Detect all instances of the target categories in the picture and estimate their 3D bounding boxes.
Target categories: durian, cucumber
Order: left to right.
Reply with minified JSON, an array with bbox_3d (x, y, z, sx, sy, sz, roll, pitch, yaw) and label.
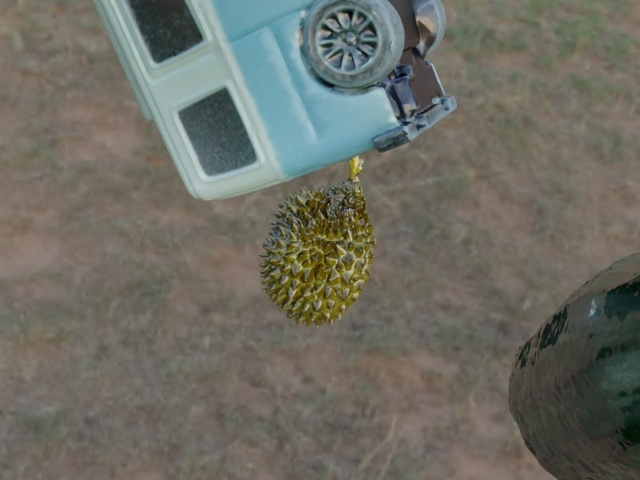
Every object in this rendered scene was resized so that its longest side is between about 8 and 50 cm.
[{"bbox_3d":[0.000,0.000,1.337,0.102,0.208,0.146,12,19,-44],"label":"durian"},{"bbox_3d":[0.138,0.054,0.568,0.063,0.244,0.115,9,72,0],"label":"cucumber"}]

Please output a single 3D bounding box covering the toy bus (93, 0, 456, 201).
[{"bbox_3d":[-0.048,-0.165,0.669,0.165,0.271,0.133,-21,7,22],"label":"toy bus"}]
